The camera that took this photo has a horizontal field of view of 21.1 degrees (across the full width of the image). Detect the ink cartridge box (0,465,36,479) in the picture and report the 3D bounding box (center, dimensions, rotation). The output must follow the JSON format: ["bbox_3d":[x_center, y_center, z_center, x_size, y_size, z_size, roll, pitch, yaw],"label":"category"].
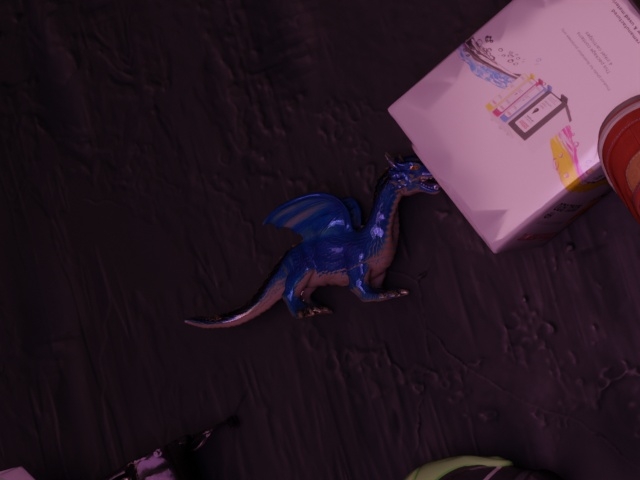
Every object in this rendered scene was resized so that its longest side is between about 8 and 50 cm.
[{"bbox_3d":[-0.269,0.364,1.759,0.224,0.056,0.181,39,132,35],"label":"ink cartridge box"}]

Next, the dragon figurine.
[{"bbox_3d":[0.000,0.000,1.699,0.289,0.085,0.144,-14,85,20],"label":"dragon figurine"}]

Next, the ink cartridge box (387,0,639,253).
[{"bbox_3d":[0.217,-0.123,1.567,0.232,0.171,0.168,-40,77,18],"label":"ink cartridge box"}]

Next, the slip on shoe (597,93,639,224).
[{"bbox_3d":[0.356,0.010,1.473,0.123,0.101,0.331,-37,120,17],"label":"slip on shoe"}]

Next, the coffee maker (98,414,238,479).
[{"bbox_3d":[-0.133,0.296,1.736,0.171,0.120,0.178,-31,80,18],"label":"coffee maker"}]

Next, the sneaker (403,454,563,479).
[{"bbox_3d":[0.193,0.433,1.575,0.202,0.185,0.483,-15,86,25],"label":"sneaker"}]
